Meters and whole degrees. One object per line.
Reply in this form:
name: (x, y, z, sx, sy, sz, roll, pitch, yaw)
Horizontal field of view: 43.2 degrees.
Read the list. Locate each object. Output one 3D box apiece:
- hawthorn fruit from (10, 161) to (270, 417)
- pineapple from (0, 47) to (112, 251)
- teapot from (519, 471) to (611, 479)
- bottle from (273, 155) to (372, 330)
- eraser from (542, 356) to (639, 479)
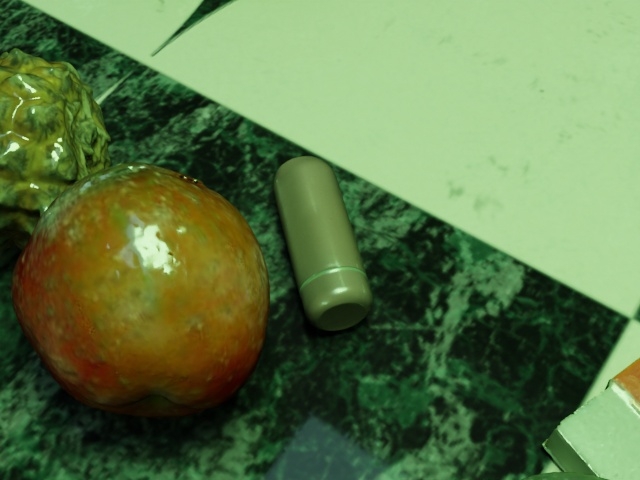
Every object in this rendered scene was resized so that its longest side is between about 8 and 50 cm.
hawthorn fruit: (-0.111, 0.038, 0.539, 0.173, 0.173, 0.173, -1, 55, 2)
pineapple: (-0.266, -0.062, 0.623, 0.193, 0.166, 0.166, -8, 55, 8)
teapot: (0.121, 0.203, 0.449, 0.165, 0.130, 0.119, -15, 32, 31)
bottle: (0.000, 0.000, 0.625, 0.053, 0.053, 0.140, -11, 55, -6)
eraser: (0.286, 0.126, 0.535, 0.230, 0.038, 0.157, -30, 59, -18)
